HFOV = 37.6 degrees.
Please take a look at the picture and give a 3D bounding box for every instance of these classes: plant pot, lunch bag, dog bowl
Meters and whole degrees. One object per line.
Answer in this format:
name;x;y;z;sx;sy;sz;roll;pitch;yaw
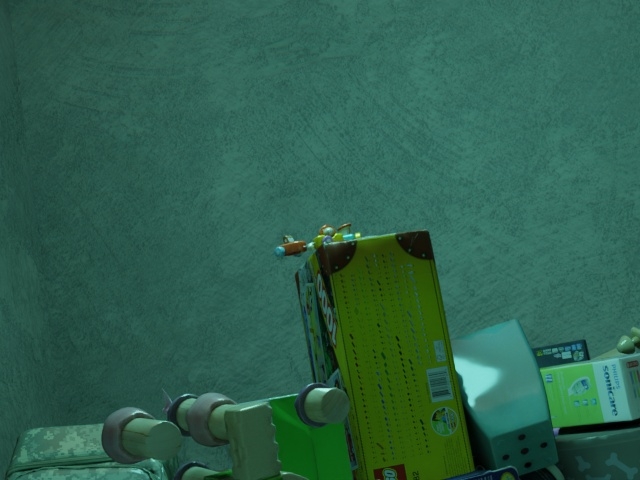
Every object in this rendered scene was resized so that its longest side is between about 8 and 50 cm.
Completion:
plant pot;0.319;0.289;1.639;0.165;0.166;0.234;-18;31;0
lunch bag;-0.387;0.465;1.607;0.305;0.213;0.256;-3;34;-2
dog bowl;0.542;0.391;1.740;0.348;0.102;0.349;-10;-8;-1

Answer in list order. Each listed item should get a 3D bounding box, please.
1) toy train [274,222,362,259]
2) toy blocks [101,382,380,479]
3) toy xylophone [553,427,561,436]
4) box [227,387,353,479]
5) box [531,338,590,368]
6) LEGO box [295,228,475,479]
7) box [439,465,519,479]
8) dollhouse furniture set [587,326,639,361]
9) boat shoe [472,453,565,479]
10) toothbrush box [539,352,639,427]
toy train;0.000;0.000;1.712;0.166;0.046;0.125;-2;-11;-45
toy blocks;-0.108;0.322;1.165;0.308;0.289;0.260;-9;-3;-31
toy xylophone;0.525;0.491;2.291;0.236;0.081;0.323;-10;-9;-6
box;-0.053;0.382;1.514;0.126;0.262;0.231;-5;-11;-25
box;0.548;0.350;2.295;0.232;0.184;0.059;-10;-8;8
LEGO box;0.107;0.261;1.716;0.193;0.501;0.372;-8;-9;-11
box;0.137;0.337;1.043;0.225;0.137;0.036;-5;-11;-30
dollhouse furniture set;0.693;0.373;1.966;0.173;0.303;0.355;-20;24;-19
boat shoe;0.332;0.427;1.698;0.079;0.095;0.254;-40;17;-23
toothbrush box;0.539;0.302;1.886;0.206;0.122;0.283;-1;-11;-42
